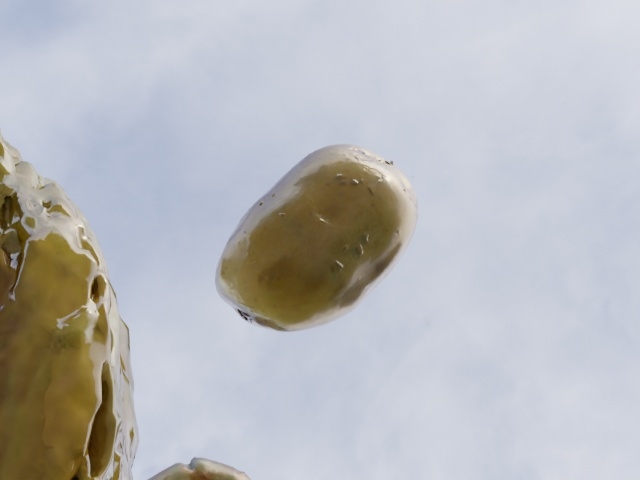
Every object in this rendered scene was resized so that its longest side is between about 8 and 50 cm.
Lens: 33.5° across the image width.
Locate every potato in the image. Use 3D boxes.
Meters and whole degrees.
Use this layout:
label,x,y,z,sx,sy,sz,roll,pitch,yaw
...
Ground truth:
label,x,y,z,sx,sy,sz,roll,pitch,yaw
potato,0.000,0.000,0.852,0.178,0.109,0.118,-43,-135,-6

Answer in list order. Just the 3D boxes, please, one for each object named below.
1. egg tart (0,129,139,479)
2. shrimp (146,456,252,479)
label,x,y,z,sx,sy,sz,roll,pitch,yaw
egg tart,-0.197,0.094,0.430,0.351,0.153,0.339,35,-93,39
shrimp,-0.143,0.332,0.951,0.154,0.062,0.294,29,-114,7
